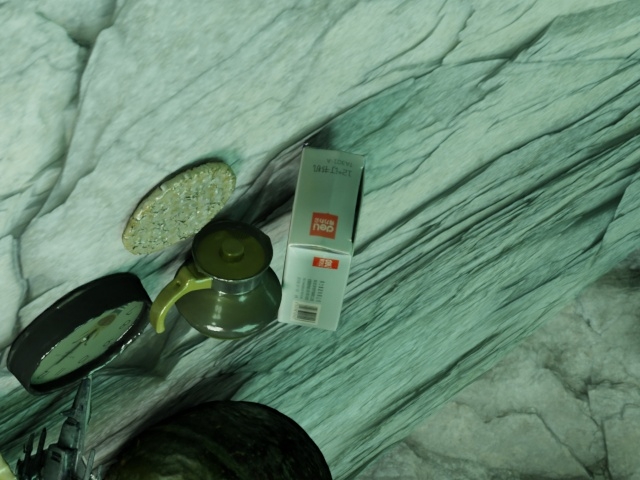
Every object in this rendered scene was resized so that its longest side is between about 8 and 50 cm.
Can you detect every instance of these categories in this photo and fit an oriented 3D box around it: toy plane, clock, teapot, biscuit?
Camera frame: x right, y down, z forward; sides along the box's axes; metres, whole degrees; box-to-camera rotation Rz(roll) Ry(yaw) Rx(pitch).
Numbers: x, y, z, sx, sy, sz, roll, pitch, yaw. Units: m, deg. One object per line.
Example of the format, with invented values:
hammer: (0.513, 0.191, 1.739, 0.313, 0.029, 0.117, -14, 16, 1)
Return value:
toy plane: (-0.323, 0.279, 2.113, 0.082, 0.160, 0.234, -19, 121, -54)
clock: (-0.273, 0.111, 1.938, 0.184, 0.040, 0.184, -34, 162, -12)
teapot: (-0.122, 0.053, 1.959, 0.166, 0.130, 0.119, -23, 144, -28)
biscuit: (-0.154, -0.035, 1.834, 0.152, 0.020, 0.152, -33, 161, -13)

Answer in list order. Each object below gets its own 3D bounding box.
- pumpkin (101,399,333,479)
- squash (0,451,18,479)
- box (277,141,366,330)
pumpkin: (-0.181, 0.444, 2.476, 0.454, 0.344, 0.454, -43, 155, -25)
squash: (-0.448, 0.286, 2.064, 0.111, 0.203, 0.289, -34, -162, -18)
box: (0.000, 0.000, 2.020, 0.079, 0.135, 0.269, 8, 158, -1)
